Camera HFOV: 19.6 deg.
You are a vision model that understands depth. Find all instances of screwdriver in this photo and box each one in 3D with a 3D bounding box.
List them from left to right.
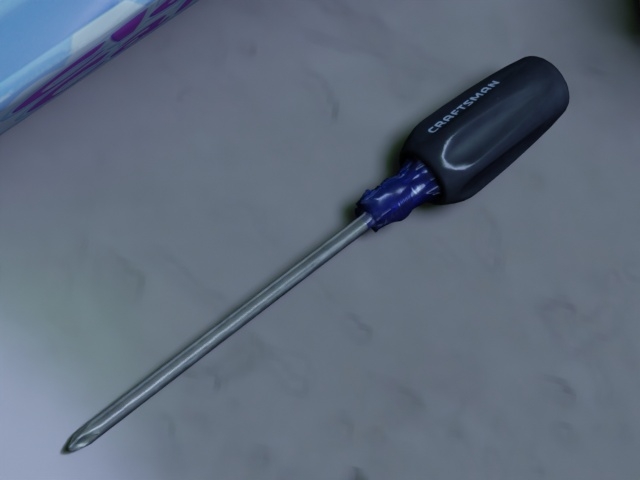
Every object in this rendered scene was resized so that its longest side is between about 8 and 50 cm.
[{"bbox_3d":[0.000,0.000,0.467,0.170,0.024,0.025,-33,61,-24],"label":"screwdriver"}]

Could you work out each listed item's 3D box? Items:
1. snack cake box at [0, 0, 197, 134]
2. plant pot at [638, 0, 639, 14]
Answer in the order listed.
[{"bbox_3d":[-0.031,-0.145,0.412,0.264,0.089,0.152,-37,95,-14],"label":"snack cake box"},{"bbox_3d":[0.145,-0.104,0.524,0.109,0.096,0.109,5,72,-26],"label":"plant pot"}]
